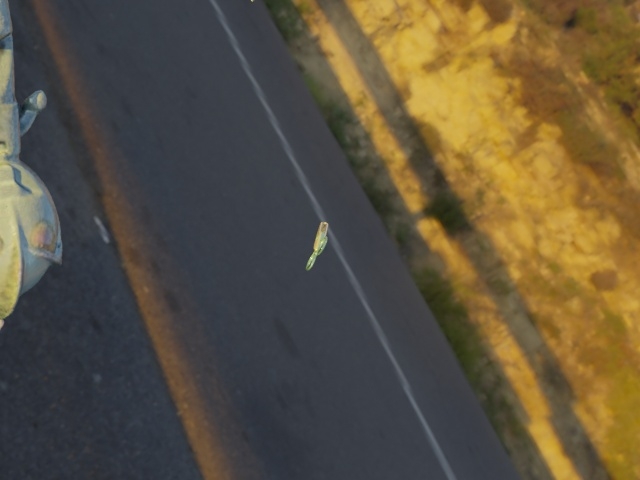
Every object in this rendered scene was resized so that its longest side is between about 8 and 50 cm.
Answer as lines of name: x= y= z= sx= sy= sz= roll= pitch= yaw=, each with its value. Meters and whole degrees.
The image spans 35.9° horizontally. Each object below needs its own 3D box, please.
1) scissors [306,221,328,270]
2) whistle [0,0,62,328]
scissors: x=0.000 y=0.000 z=1.461 sx=0.014 sy=0.058 sz=0.119 roll=29 pitch=28 yaw=-8
whistle: x=-0.315 y=-0.071 z=0.916 sx=0.134 sy=0.142 sz=0.346 roll=-142 pitch=-129 yaw=-63
